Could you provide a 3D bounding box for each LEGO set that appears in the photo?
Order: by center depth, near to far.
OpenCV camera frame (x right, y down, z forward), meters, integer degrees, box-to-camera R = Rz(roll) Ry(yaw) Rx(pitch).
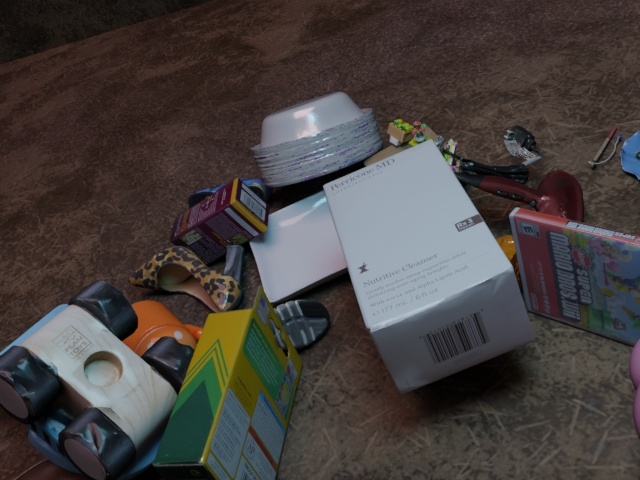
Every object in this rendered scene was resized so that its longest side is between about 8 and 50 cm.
[{"bbox_3d":[0.212,-0.166,1.432,0.132,0.107,0.287,-13,52,5],"label":"LEGO set"}]

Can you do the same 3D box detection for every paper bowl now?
[{"bbox_3d":[-0.015,-0.231,1.615,0.284,0.148,0.284,-19,13,4],"label":"paper bowl"}]

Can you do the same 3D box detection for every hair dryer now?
[{"bbox_3d":[0.359,-0.075,1.303,0.223,0.080,0.293,-22,56,-25],"label":"hair dryer"}]

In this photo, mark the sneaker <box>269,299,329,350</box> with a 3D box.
[{"bbox_3d":[-0.105,0.164,1.317,0.229,0.086,0.132,-20,6,-25],"label":"sneaker"}]

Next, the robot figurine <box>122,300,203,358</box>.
[{"bbox_3d":[-0.302,0.190,1.351,0.219,0.158,0.128,32,93,48],"label":"robot figurine"}]

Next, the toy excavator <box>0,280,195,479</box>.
[{"bbox_3d":[-0.454,0.253,1.230,0.433,0.445,0.222,39,47,4],"label":"toy excavator"}]

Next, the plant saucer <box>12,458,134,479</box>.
[{"bbox_3d":[-0.416,0.469,1.139,0.310,0.050,0.310,-16,38,12],"label":"plant saucer"}]

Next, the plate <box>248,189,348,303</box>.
[{"bbox_3d":[0.000,0.000,1.486,0.277,0.045,0.278,-25,37,0],"label":"plate"}]

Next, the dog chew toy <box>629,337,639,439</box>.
[{"bbox_3d":[0.466,0.216,0.854,0.206,0.206,0.332,-17,29,10],"label":"dog chew toy"}]

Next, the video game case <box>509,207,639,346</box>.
[{"bbox_3d":[0.412,0.065,1.048,0.285,0.204,0.025,18,51,42],"label":"video game case"}]

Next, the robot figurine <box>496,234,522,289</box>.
[{"bbox_3d":[0.227,0.093,1.215,0.211,0.085,0.291,11,48,38],"label":"robot figurine"}]

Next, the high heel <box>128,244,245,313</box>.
[{"bbox_3d":[-0.281,0.098,1.482,0.261,0.093,0.186,-12,38,9],"label":"high heel"}]

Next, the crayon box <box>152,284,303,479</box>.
[{"bbox_3d":[-0.125,0.254,1.114,0.083,0.203,0.323,-8,39,21],"label":"crayon box"}]

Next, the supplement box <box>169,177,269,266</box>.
[{"bbox_3d":[-0.211,-0.035,1.547,0.188,0.104,0.081,-29,36,26],"label":"supplement box"}]

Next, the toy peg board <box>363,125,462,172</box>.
[{"bbox_3d":[0.203,-0.131,1.527,0.161,0.079,0.160,-31,53,-8],"label":"toy peg board"}]

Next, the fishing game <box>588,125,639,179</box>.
[{"bbox_3d":[0.642,-0.170,1.348,0.264,0.041,0.189,12,47,38],"label":"fishing game"}]

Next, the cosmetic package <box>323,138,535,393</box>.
[{"bbox_3d":[0.151,0.023,1.141,0.217,0.156,0.385,-24,36,4],"label":"cosmetic package"}]

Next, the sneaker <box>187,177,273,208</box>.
[{"bbox_3d":[-0.207,-0.104,1.717,0.209,0.069,0.082,-9,24,21],"label":"sneaker"}]
